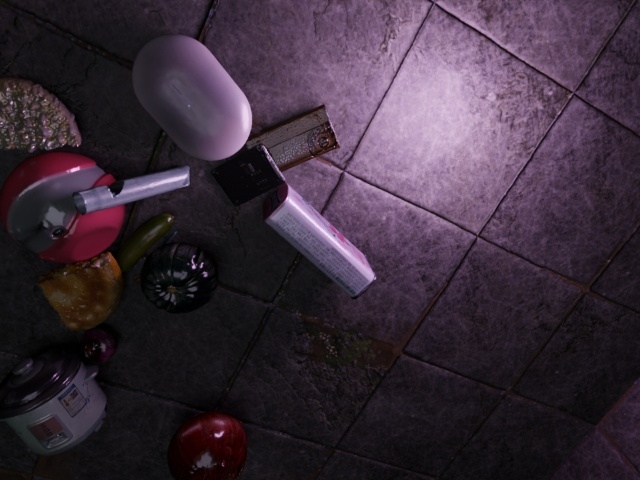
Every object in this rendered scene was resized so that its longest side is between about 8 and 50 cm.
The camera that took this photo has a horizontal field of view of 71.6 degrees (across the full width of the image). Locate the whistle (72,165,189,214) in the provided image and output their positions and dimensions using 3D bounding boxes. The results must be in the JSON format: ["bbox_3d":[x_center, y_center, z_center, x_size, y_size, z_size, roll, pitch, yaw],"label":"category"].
[{"bbox_3d":[-0.469,-0.135,1.147,0.062,0.312,0.062,17,119,35],"label":"whistle"}]

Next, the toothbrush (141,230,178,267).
[{"bbox_3d":[-0.484,0.028,1.335,0.014,0.011,0.167,41,103,-15],"label":"toothbrush"}]

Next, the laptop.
[{"bbox_3d":[-0.205,-0.181,1.256,0.180,0.016,0.129,-24,114,21],"label":"laptop"}]

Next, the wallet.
[{"bbox_3d":[-0.077,-0.272,1.243,0.243,0.039,0.133,-22,116,3],"label":"wallet"}]

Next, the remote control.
[{"bbox_3d":[-0.324,-0.359,1.137,0.221,0.103,0.332,-39,113,3],"label":"remote control"}]

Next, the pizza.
[{"bbox_3d":[-0.698,0.140,1.297,0.226,0.086,0.335,26,123,-16],"label":"pizza"}]

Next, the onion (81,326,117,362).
[{"bbox_3d":[-0.698,0.328,1.388,0.115,0.104,0.115,5,111,12],"label":"onion"}]

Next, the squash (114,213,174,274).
[{"bbox_3d":[-0.526,0.009,1.291,0.258,0.069,0.069,-43,112,11],"label":"squash"}]

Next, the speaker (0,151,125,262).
[{"bbox_3d":[-0.682,-0.091,1.170,0.294,0.294,0.294,-3,114,-6],"label":"speaker"}]

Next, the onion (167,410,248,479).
[{"bbox_3d":[-0.384,0.716,1.526,0.276,0.276,0.276,-3,114,-6],"label":"onion"}]

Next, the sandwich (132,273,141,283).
[{"bbox_3d":[-0.525,0.115,1.356,0.083,0.031,0.044,20,111,-15],"label":"sandwich"}]

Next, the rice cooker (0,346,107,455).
[{"bbox_3d":[-0.821,0.478,1.353,0.316,0.264,0.316,-7,115,-15],"label":"rice cooker"}]

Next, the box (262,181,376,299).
[{"bbox_3d":[0.000,0.000,1.290,0.369,0.190,0.112,41,103,-22],"label":"box"}]

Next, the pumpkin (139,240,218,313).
[{"bbox_3d":[-0.411,0.110,1.298,0.220,0.162,0.220,1,113,3],"label":"pumpkin"}]

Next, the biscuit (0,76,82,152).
[{"bbox_3d":[-0.757,-0.315,1.115,0.281,0.084,0.179,1,109,-10],"label":"biscuit"}]
